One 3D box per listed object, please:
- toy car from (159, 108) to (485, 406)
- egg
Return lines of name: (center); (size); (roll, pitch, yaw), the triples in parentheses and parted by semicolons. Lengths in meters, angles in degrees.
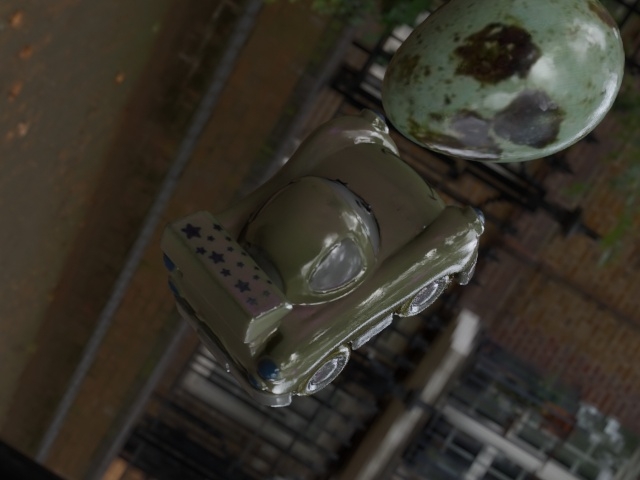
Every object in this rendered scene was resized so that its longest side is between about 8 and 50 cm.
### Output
toy car: (0.000, 0.000, 1.625); (0.336, 0.242, 0.226); (-36, 155, -16)
egg: (0.165, -0.152, 1.286); (0.231, 0.169, 0.169); (-16, 171, -12)
